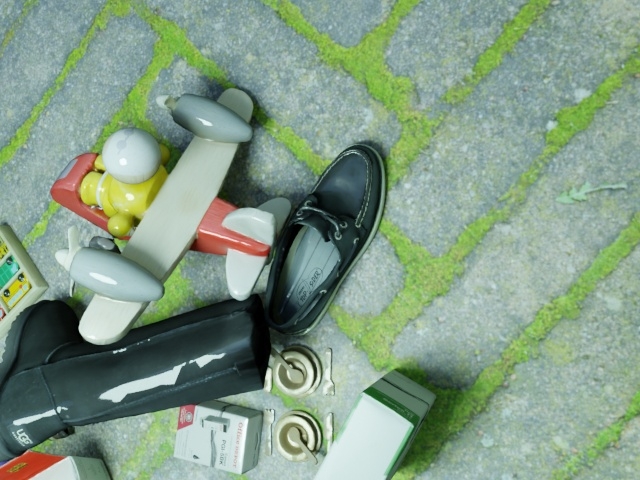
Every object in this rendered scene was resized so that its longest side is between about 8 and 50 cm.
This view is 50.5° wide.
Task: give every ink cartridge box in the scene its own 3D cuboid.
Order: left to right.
[{"bbox_3d":[-0.536,0.458,1.160,0.275,0.239,0.060,-30,67,-2],"label":"ink cartridge box"},{"bbox_3d":[-0.175,0.333,1.165,0.135,0.056,0.099,6,89,21],"label":"ink cartridge box"},{"bbox_3d":[0.086,0.286,0.990,0.087,0.208,0.153,29,98,16],"label":"ink cartridge box"}]

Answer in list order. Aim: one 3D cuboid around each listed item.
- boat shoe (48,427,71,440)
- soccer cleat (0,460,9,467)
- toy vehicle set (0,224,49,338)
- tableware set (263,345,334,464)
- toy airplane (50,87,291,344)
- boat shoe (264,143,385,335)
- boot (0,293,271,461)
[{"bbox_3d":[-0.506,0.304,1.297,0.049,0.056,0.152,-10,93,15],"label":"boat shoe"},{"bbox_3d":[-0.657,0.557,1.319,0.116,0.108,0.318,28,99,7],"label":"soccer cleat"},{"bbox_3d":[-0.685,0.118,1.379,0.267,0.035,0.166,-44,74,13],"label":"toy vehicle set"},{"bbox_3d":[-0.043,0.274,1.128,0.128,0.039,0.194,-3,86,21],"label":"tableware set"},{"bbox_3d":[-0.241,-0.064,1.077,0.384,0.272,0.386,-25,52,-4],"label":"toy airplane"},{"bbox_3d":[-0.004,-0.001,1.088,0.127,0.113,0.340,32,98,19],"label":"boat shoe"},{"bbox_3d":[-0.305,0.168,1.146,0.445,0.367,0.146,-20,121,5],"label":"boot"}]
